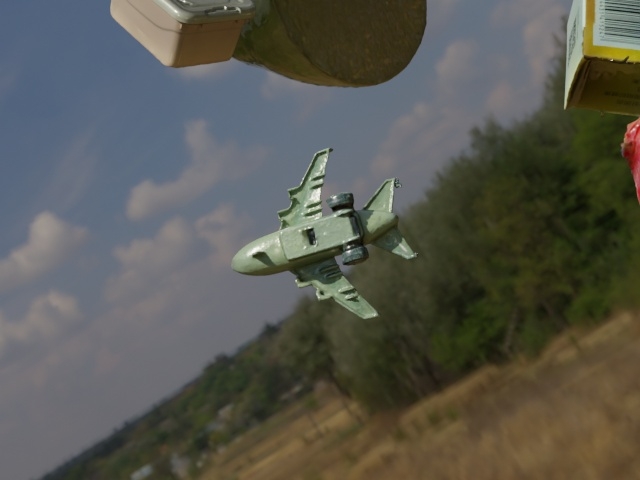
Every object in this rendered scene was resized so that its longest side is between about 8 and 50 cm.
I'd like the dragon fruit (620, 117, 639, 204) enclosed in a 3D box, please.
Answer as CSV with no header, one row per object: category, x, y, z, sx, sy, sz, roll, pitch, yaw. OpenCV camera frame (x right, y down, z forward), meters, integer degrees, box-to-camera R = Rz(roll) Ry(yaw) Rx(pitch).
dragon fruit,0.425,-0.082,1.381,0.210,0.205,0.268,2,36,-4

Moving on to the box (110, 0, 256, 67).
box,-0.127,-0.205,1.151,0.089,0.122,0.062,-15,-42,-41

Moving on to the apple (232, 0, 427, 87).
apple,-0.022,-0.342,1.403,0.360,0.320,0.311,-37,-24,-55

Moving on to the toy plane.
toy plane,0.000,0.000,0.582,0.083,0.080,0.033,-16,-7,-1

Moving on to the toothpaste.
toothpaste,0.324,-0.118,0.875,0.313,0.089,0.071,7,-33,2
